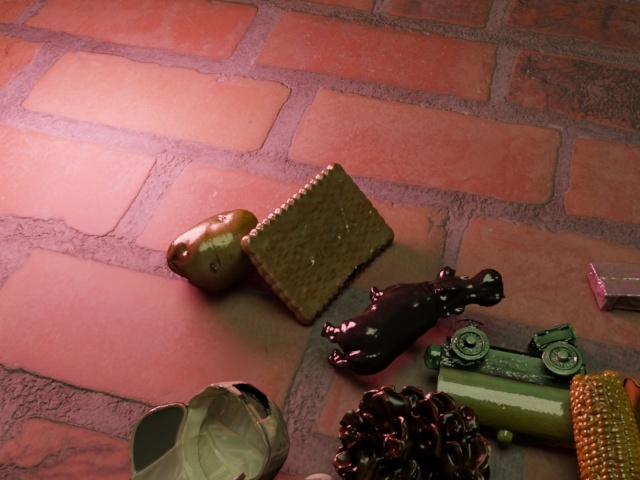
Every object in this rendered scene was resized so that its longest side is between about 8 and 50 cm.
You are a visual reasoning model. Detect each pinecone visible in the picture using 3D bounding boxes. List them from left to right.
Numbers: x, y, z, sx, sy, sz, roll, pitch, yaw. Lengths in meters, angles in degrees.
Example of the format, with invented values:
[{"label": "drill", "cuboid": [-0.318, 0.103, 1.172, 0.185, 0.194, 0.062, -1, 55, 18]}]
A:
[{"label": "pinecone", "cuboid": [0.135, 0.339, 1.417, 0.243, 0.243, 0.257, 25, 6, 24]}]

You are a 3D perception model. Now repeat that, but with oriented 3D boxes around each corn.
[{"label": "corn", "cuboid": [0.458, 0.356, 1.447, 0.115, 0.115, 0.317, -1, 66, -3]}]

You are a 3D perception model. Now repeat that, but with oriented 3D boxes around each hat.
[{"label": "hat", "cuboid": [-0.172, 0.352, 1.465, 0.275, 0.161, 0.232, -44, 44, -11]}]

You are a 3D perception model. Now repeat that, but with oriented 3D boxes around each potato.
[{"label": "potato", "cuboid": [-0.201, 0.017, 1.830, 0.200, 0.137, 0.154, -27, 49, -27]}]

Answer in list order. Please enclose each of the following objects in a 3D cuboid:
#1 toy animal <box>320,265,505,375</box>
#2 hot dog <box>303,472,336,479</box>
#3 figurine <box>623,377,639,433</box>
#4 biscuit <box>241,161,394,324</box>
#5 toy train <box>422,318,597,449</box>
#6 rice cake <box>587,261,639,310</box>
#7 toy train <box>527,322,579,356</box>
[{"label": "toy animal", "cuboid": [0.165, 0.129, 1.708, 0.343, 0.106, 0.168, -27, 23, -20]}, {"label": "hot dog", "cuboid": [0.006, 0.448, 1.428, 0.099, 0.053, 0.192, -9, 46, -10]}, {"label": "figurine", "cuboid": [0.634, 0.321, 1.517, 0.257, 0.181, 0.208, 1, 5, -3]}, {"label": "biscuit", "cuboid": [0.000, 0.000, 1.855, 0.217, 0.044, 0.325, 50, 52, -6]}, {"label": "toy train", "cuboid": [0.325, 0.253, 1.599, 0.307, 0.126, 0.189, 10, 43, 8]}, {"label": "rice cake", "cuboid": [0.687, 0.095, 1.842, 0.298, 0.050, 0.106, 2, 41, 0]}, {"label": "toy train", "cuboid": [0.430, 0.188, 1.725, 0.093, 0.056, 0.038, -14, 61, -16]}]
